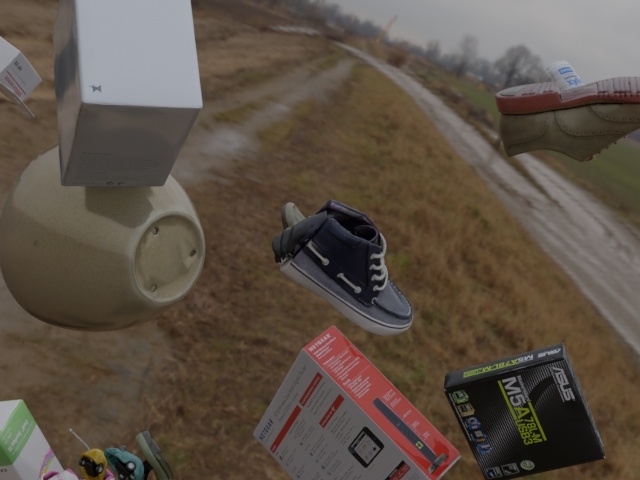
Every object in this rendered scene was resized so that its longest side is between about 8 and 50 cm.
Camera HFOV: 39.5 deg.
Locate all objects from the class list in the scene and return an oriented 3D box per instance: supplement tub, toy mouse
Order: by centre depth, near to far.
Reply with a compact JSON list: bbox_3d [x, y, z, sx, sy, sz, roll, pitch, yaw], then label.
[{"bbox_3d":[-0.274,0.338,1.253,0.143,0.161,0.031,6,27,31],"label":"toy mouse"},{"bbox_3d":[0.481,-0.290,1.737,0.071,0.071,0.107,8,46,-44],"label":"supplement tub"}]

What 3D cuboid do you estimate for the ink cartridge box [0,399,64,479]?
[{"bbox_3d":[-0.651,0.503,1.842,0.207,0.354,0.119,-8,32,16],"label":"ink cartridge box"}]

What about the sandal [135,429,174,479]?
[{"bbox_3d":[-0.347,0.512,1.856,0.086,0.303,0.120,-30,42,-22],"label":"sandal"}]

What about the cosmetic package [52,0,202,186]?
[{"bbox_3d":[-0.239,-0.210,1.071,0.138,0.224,0.225,-2,-19,-21],"label":"cosmetic package"}]

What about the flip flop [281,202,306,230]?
[{"bbox_3d":[0.000,0.000,2.033,0.277,0.080,0.112,51,21,-46],"label":"flip flop"}]

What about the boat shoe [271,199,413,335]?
[{"bbox_3d":[0.085,0.056,1.669,0.340,0.158,0.127,30,38,-29],"label":"boat shoe"}]

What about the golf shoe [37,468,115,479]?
[{"bbox_3d":[-0.485,0.447,1.501,0.306,0.140,0.115,8,11,-38],"label":"golf shoe"}]

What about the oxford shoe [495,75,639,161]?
[{"bbox_3d":[0.475,-0.201,1.503,0.348,0.130,0.123,2,22,23],"label":"oxford shoe"}]

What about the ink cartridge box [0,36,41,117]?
[{"bbox_3d":[-0.515,-0.284,1.414,0.180,0.060,0.104,37,-11,10],"label":"ink cartridge box"}]

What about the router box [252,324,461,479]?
[{"bbox_3d":[0.048,0.355,1.557,0.301,0.335,0.082,45,51,14],"label":"router box"}]

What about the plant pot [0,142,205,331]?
[{"bbox_3d":[-0.272,0.005,1.247,0.190,0.284,0.284,13,5,39],"label":"plant pot"}]

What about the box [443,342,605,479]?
[{"bbox_3d":[0.300,0.259,1.314,0.184,0.191,0.045,-17,22,22],"label":"box"}]
